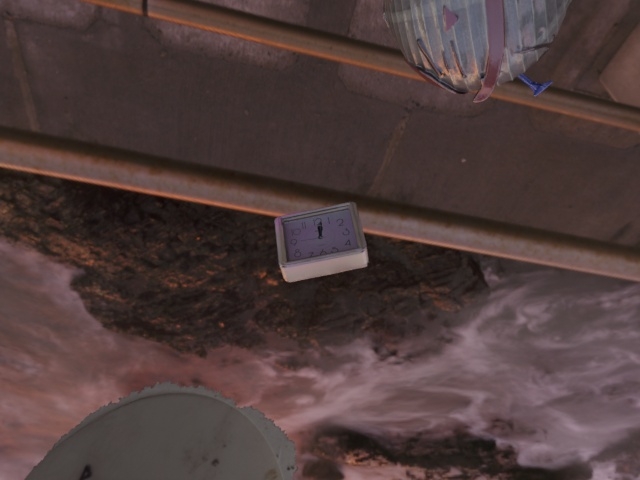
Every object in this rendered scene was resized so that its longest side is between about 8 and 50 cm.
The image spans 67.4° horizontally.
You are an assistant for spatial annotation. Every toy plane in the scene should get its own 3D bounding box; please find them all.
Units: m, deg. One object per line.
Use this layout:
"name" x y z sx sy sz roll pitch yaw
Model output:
"toy plane" 0.320 -0.302 0.825 0.054 0.167 0.062 -40 156 3

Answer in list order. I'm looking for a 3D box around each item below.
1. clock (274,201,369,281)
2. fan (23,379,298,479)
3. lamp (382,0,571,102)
"clock" 0.000 0.000 1.064 0.192 0.147 0.071 -11 142 2
"fan" -0.206 0.191 0.342 0.415 0.233 0.012 3 134 23
"lamp" 0.189 -0.317 0.606 0.233 0.233 0.265 -13 108 16
